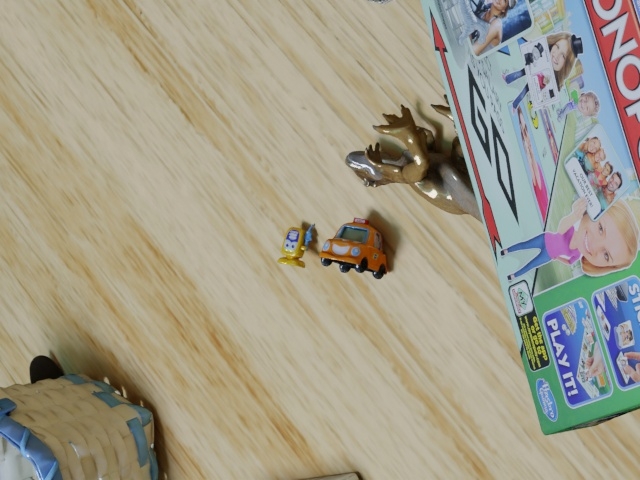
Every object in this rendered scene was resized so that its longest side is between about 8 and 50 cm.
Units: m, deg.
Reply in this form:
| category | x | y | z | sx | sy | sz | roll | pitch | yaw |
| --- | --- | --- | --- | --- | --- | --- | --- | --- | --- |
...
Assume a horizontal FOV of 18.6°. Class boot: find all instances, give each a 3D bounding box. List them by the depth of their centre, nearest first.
| category | x | y | z | sx | sy | sz | roll | pitch | yaw |
| --- | --- | --- | --- | --- | --- | --- | --- | --- | --- |
| boot | -0.280 | 0.171 | 1.947 | 0.114 | 0.037 | 0.106 | -20 | 90 | 61 |

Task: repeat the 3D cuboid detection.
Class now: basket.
| category | x | y | z | sx | sy | sz | roll | pitch | yaw |
| --- | --- | --- | --- | --- | --- | --- | --- | --- | --- |
| basket | -0.289 | 0.264 | 1.776 | 0.201 | 0.289 | 0.255 | 19 | 121 | 41 |

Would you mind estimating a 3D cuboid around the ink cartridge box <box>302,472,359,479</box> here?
| category | x | y | z | sx | sy | sz | roll | pitch | yaw |
| --- | --- | --- | --- | --- | --- | --- | --- | --- | --- |
| ink cartridge box | -0.005 | 0.308 | 1.585 | 0.158 | 0.092 | 0.218 | -18 | 92 | 57 |

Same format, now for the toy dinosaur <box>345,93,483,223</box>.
| category | x | y | z | sx | sy | sz | roll | pitch | yaw |
| --- | --- | --- | --- | --- | --- | --- | --- | --- | --- |
| toy dinosaur | 0.091 | -0.037 | 1.294 | 0.211 | 0.064 | 0.112 | 39 | 156 | 50 |

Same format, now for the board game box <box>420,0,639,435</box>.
| category | x | y | z | sx | sy | sz | roll | pitch | yaw |
| --- | --- | --- | --- | --- | --- | --- | --- | --- | --- |
| board game box | 0.162 | -0.064 | 1.124 | 0.213 | 0.046 | 0.317 | -30 | 72 | 57 |

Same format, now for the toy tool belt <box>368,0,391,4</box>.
| category | x | y | z | sx | sy | sz | roll | pitch | yaw |
| --- | --- | --- | --- | --- | --- | --- | --- | --- | --- |
| toy tool belt | 0.043 | -0.185 | 1.266 | 0.052 | 0.051 | 0.083 | 61 | 146 | 9 |

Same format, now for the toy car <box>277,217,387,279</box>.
| category | x | y | z | sx | sy | sz | roll | pitch | yaw |
| --- | --- | --- | --- | --- | --- | --- | --- | --- | --- |
| toy car | 0.000 | 0.000 | 1.435 | 0.122 | 0.060 | 0.041 | 9 | 85 | 45 |
